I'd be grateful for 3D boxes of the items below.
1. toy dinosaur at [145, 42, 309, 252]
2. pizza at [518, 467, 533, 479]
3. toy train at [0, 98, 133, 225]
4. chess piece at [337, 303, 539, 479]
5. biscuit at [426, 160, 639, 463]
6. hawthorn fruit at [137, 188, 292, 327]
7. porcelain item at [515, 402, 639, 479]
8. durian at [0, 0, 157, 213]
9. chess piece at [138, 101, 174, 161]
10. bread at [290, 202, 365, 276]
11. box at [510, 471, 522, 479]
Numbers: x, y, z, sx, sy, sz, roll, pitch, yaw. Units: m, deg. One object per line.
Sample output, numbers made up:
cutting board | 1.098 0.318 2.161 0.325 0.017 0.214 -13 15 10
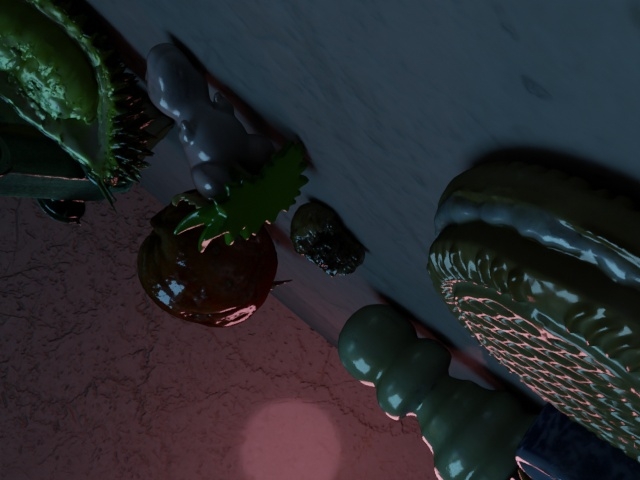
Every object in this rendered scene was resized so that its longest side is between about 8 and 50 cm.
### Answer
toy dinosaur | -0.123 -0.088 0.736 0.177 0.152 0.194 44 167 28
pizza | 0.334 0.327 1.076 0.099 0.100 0.029 52 175 42
toy train | -0.471 -0.160 1.064 0.397 0.160 0.253 -1 -116 -56
chess piece | 0.161 0.229 1.051 0.330 0.182 0.182 41 171 22
biscuit | 0.172 0.057 0.444 0.259 0.079 0.259 38 170 8
hawthorn fruit | -0.208 0.039 1.286 0.258 0.258 0.261 22 143 60
porcelain item | 0.258 0.186 0.604 0.147 0.114 0.147 36 170 8
durian | -0.344 -0.214 0.877 0.352 0.169 0.158 43 169 -23
chess piece | -0.401 -0.271 1.033 0.397 0.117 0.117 44 170 -9
bread | 0.000 0.000 0.887 0.082 0.060 0.113 24 163 50
box | 0.343 0.389 1.246 0.290 0.073 0.289 41 177 -4
